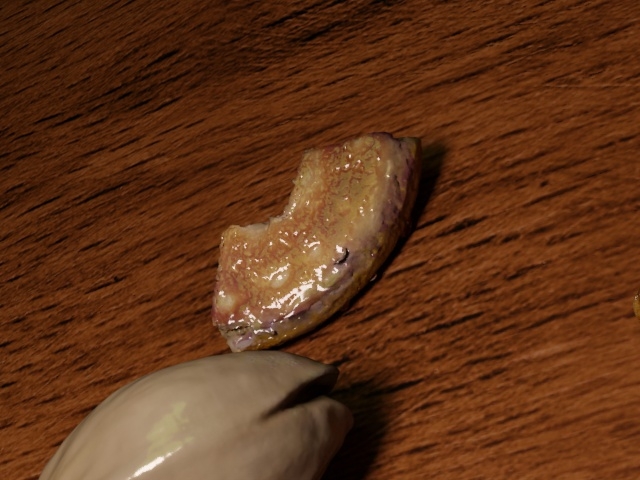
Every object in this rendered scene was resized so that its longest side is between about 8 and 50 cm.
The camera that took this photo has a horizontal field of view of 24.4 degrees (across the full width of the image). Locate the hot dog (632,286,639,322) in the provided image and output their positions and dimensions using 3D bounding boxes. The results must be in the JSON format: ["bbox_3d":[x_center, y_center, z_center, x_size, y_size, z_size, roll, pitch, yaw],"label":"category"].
[{"bbox_3d":[0.303,0.058,1.283,0.058,0.035,0.083,-30,39,14],"label":"hot dog"}]

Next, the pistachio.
[{"bbox_3d":[-0.118,0.219,1.398,0.331,0.226,0.208,-35,64,11],"label":"pistachio"}]

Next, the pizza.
[{"bbox_3d":[0.000,0.000,1.596,0.305,0.085,0.161,-48,58,1],"label":"pizza"}]
